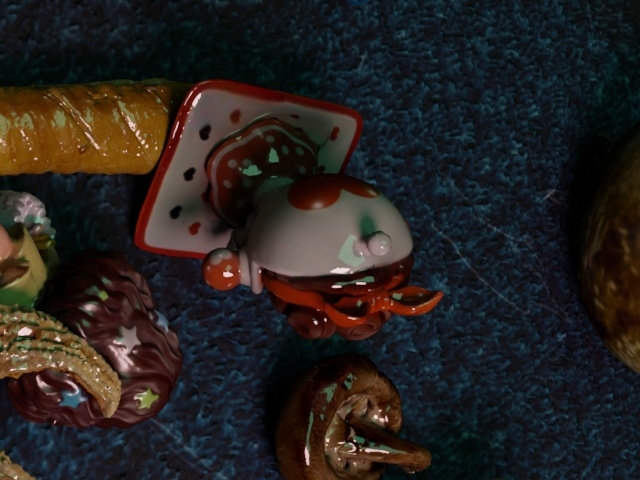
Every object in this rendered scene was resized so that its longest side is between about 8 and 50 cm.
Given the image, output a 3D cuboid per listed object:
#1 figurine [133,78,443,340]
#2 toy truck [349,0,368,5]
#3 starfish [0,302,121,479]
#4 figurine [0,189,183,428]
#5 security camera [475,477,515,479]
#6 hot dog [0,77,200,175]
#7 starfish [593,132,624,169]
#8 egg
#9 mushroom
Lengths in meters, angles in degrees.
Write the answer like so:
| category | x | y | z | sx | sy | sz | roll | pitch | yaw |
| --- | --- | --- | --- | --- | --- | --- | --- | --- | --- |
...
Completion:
| category | x | y | z | sx | sy | sz | roll | pitch | yaw |
| --- | --- | --- | --- | --- | --- | --- | --- | --- | --- |
| figurine | 0.000 | 0.000 | 1.089 | 0.183 | 0.226 | 0.160 | 7 | 114 | -39 |
| toy truck | 0.039 | -0.310 | 1.304 | 0.081 | 0.067 | 0.175 | 21 | 74 | -29 |
| starfish | -0.283 | 0.114 | 0.900 | 0.302 | 0.060 | 0.299 | -31 | 109 | -26 |
| figurine | -0.204 | 0.052 | 1.022 | 0.240 | 0.116 | 0.174 | 38 | 62 | -29 |
| security camera | 0.091 | 0.317 | 1.183 | 0.236 | 0.195 | 0.194 | -15 | 93 | -36 |
| hot dog | -0.164 | -0.087 | 1.112 | 0.286 | 0.061 | 0.087 | -11 | 102 | -38 |
| starfish | 0.332 | -0.080 | 1.530 | 0.091 | 0.028 | 0.078 | 5 | 79 | -43 |
| egg | 0.374 | 0.006 | 1.417 | 0.238 | 0.238 | 0.289 | -7 | 84 | -39 |
| mushroom | 0.027 | 0.170 | 1.218 | 0.171 | 0.080 | 0.135 | 29 | 79 | -33 |
